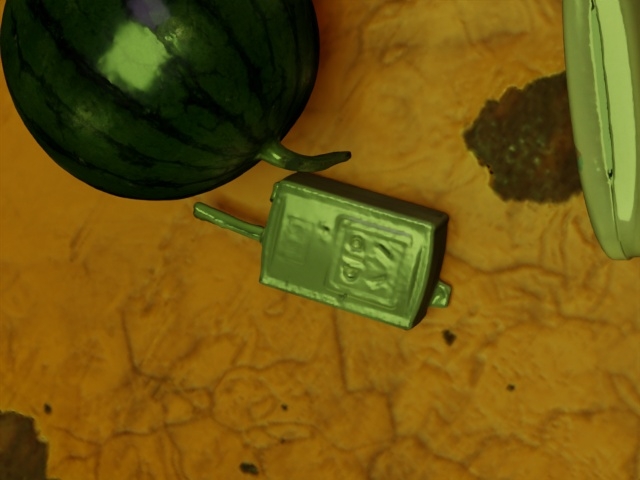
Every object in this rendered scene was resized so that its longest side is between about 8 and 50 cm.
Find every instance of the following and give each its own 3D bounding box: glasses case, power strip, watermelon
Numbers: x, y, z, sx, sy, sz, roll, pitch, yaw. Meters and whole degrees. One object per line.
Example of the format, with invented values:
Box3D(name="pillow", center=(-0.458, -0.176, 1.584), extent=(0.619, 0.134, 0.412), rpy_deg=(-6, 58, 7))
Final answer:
Box3D(name="glasses case", center=(0.174, -0.090, 1.015), extent=(0.051, 0.081, 0.204), rpy_deg=(-4, 98, 21))
Box3D(name="power strip", center=(0.000, 0.000, 1.110), extent=(0.175, 0.042, 0.075), rpy_deg=(16, 107, 15))
Box3D(name="watermelon", center=(-0.089, -0.107, 1.041), extent=(0.188, 0.188, 0.214), rpy_deg=(-45, 79, 21))
